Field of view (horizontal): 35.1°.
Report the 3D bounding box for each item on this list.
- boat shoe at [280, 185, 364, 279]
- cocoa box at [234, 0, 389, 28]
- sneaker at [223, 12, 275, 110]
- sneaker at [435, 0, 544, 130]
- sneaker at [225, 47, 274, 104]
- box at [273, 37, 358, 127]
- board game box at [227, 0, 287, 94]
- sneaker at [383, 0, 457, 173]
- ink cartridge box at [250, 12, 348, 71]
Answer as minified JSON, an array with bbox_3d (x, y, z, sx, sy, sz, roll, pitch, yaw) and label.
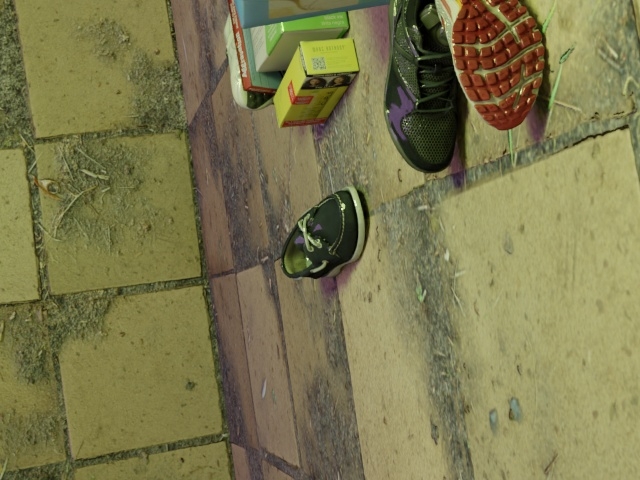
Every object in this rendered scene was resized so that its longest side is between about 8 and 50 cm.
[{"bbox_3d":[0.000,0.000,1.673,0.302,0.091,0.114,115,145,-63],"label":"boat shoe"},{"bbox_3d":[-0.010,-0.447,1.161,0.347,0.231,0.228,96,160,-66],"label":"cocoa box"},{"bbox_3d":[-0.123,-0.349,1.820,0.118,0.110,0.292,-29,48,45],"label":"sneaker"},{"bbox_3d":[0.166,-0.215,1.016,0.093,0.088,0.225,61,-162,-74],"label":"sneaker"},{"bbox_3d":[-0.087,-0.306,1.904,0.106,0.101,0.267,57,177,-39],"label":"sneaker"},{"bbox_3d":[-0.012,-0.248,1.616,0.232,0.087,0.058,136,125,-70],"label":"box"},{"bbox_3d":[-0.094,-0.387,1.754,0.027,0.145,0.281,-23,73,46],"label":"board game box"},{"bbox_3d":[0.124,-0.188,1.136,0.130,0.087,0.227,-150,60,-79],"label":"sneaker"},{"bbox_3d":[-0.053,-0.432,1.623,0.198,0.115,0.272,149,113,-73],"label":"ink cartridge box"}]
